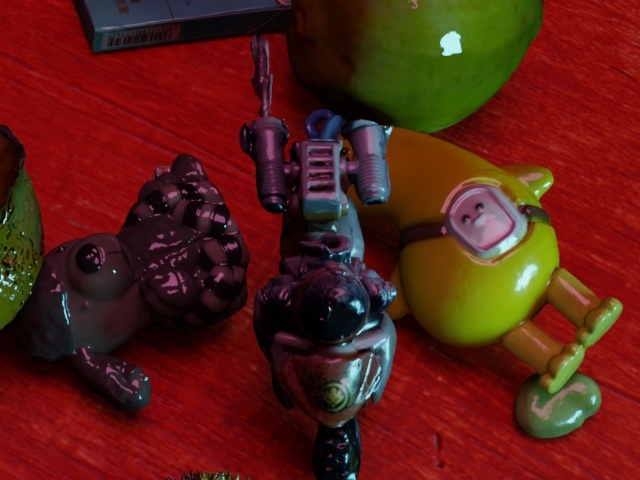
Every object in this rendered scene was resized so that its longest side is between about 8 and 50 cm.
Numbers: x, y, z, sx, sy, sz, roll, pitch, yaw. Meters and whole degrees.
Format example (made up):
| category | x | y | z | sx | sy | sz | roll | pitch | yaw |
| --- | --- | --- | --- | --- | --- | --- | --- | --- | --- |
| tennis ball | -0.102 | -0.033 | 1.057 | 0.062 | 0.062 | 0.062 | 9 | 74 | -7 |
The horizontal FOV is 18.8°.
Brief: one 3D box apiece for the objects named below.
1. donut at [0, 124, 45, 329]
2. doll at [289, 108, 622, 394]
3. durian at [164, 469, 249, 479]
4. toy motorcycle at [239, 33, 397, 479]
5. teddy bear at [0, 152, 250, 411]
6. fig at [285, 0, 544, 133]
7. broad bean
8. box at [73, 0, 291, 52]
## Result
| category | x | y | z | sx | sy | sz | roll | pitch | yaw |
| --- | --- | --- | --- | --- | --- | --- | --- | --- | --- |
| donut | -0.352 | 0.016 | 1.642 | 0.272 | 0.107 | 0.272 | -18 | 35 | 14 |
| doll | 0.118 | -0.012 | 1.793 | 0.363 | 0.145 | 0.199 | 41 | 87 | 23 |
| durian | -0.104 | 0.240 | 1.598 | 0.215 | 0.086 | 0.100 | -21 | 92 | -24 |
| toy motorcycle | 0.000 | 0.000 | 1.668 | 0.134 | 0.207 | 0.401 | -2 | 65 | 0 |
| teddy bear | -0.166 | 0.049 | 1.685 | 0.251 | 0.144 | 0.171 | -33 | 75 | -30 |
| fig | 0.102 | -0.219 | 1.910 | 0.271 | 0.239 | 0.239 | -7 | 53 | -22 |
| broad bean | 0.215 | 0.147 | 1.756 | 0.083 | 0.045 | 0.063 | -18 | 68 | -16 |
| box | -0.149 | -0.277 | 2.023 | 0.229 | 0.041 | 0.162 | -10 | 54 | -20 |
